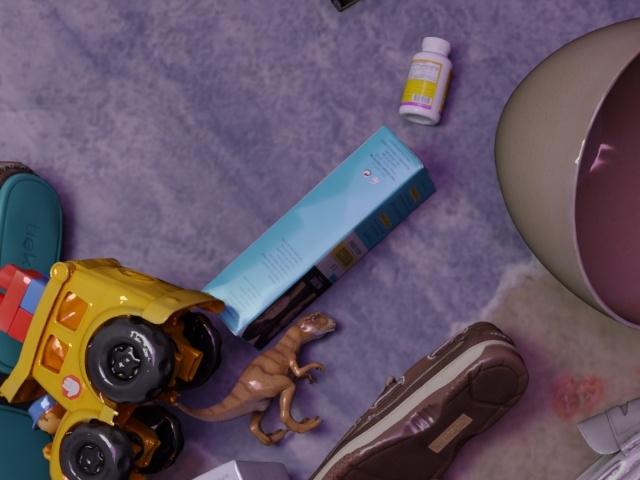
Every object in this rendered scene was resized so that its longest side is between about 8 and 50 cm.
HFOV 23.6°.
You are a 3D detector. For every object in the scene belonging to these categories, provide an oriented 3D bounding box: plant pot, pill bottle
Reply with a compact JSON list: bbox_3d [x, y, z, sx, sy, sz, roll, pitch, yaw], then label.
[{"bbox_3d":[0.269,-0.078,1.407,0.191,0.284,0.284,23,81,51],"label":"plant pot"},{"bbox_3d":[0.109,-0.162,1.554,0.043,0.043,0.083,12,79,14],"label":"pill bottle"}]

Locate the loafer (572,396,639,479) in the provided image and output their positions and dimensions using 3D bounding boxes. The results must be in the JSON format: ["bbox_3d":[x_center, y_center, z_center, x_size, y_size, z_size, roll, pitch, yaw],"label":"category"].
[{"bbox_3d":[0.285,0.194,1.397,0.111,0.112,0.319,39,88,9],"label":"loafer"}]

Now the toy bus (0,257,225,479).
[{"bbox_3d":[-0.223,0.119,1.428,0.211,0.149,0.220,24,99,15],"label":"toy bus"}]

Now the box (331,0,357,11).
[{"bbox_3d":[0.092,-0.430,1.605,0.322,0.079,0.257,-30,74,3],"label":"box"}]

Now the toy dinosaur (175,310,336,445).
[{"bbox_3d":[-0.061,0.147,1.479,0.064,0.211,0.112,-12,111,47],"label":"toy dinosaur"}]

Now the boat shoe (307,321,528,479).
[{"bbox_3d":[0.087,0.175,1.467,0.257,0.095,0.095,-38,31,12],"label":"boat shoe"}]

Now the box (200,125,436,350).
[{"bbox_3d":[0.000,0.000,1.508,0.244,0.100,0.060,-42,73,0],"label":"box"}]

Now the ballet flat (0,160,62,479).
[{"bbox_3d":[-0.351,0.159,1.534,0.182,0.164,0.483,-15,67,30],"label":"ballet flat"}]

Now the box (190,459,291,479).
[{"bbox_3d":[-0.097,0.322,1.428,0.181,0.119,0.182,-28,73,14],"label":"box"}]
